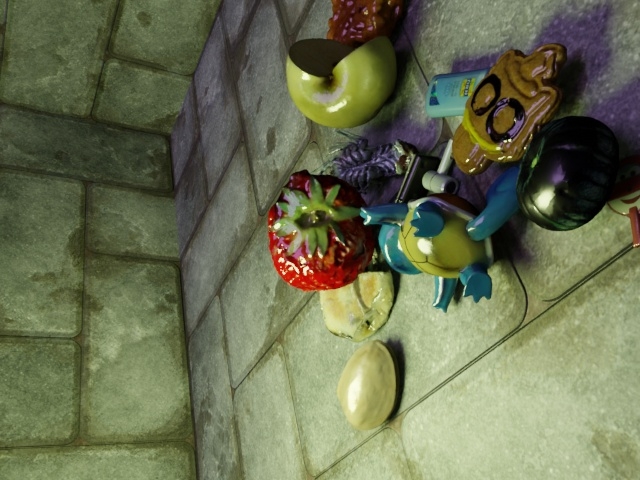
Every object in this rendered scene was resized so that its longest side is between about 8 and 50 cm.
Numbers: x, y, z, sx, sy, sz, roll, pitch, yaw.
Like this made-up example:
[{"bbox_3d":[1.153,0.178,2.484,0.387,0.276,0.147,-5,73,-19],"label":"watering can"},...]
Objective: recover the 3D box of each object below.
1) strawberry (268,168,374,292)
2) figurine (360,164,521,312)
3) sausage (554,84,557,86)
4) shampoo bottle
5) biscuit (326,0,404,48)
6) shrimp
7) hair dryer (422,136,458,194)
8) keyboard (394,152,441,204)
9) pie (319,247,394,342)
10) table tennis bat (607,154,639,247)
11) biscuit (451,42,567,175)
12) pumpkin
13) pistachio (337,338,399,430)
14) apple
[{"bbox_3d":[0.009,-0.005,1.486,0.291,0.310,0.292,-5,76,19],"label":"strawberry"},{"bbox_3d":[0.244,-0.013,1.215,0.416,0.298,0.243,-30,23,53],"label":"figurine"},{"bbox_3d":[0.402,-0.232,1.133,0.154,0.062,0.062,-60,36,34],"label":"sausage"},{"bbox_3d":[0.331,-0.322,1.287,0.258,0.061,0.104,18,97,61],"label":"shampoo bottle"},{"bbox_3d":[0.132,-0.699,1.696,0.312,0.110,0.319,4,87,59],"label":"biscuit"},{"bbox_3d":[0.116,-0.197,1.570,0.410,0.166,0.222,-6,100,47],"label":"shrimp"},{"bbox_3d":[0.291,-0.172,1.348,0.082,0.047,0.137,34,106,58],"label":"hair dryer"},{"bbox_3d":[0.213,-0.098,1.413,0.025,0.093,0.230,42,120,44],"label":"keyboard"},{"bbox_3d":[0.089,0.114,1.613,0.337,0.075,0.338,-18,70,59],"label":"pie"},{"bbox_3d":[0.506,-0.064,0.951,0.098,0.019,0.155,-29,56,58],"label":"table tennis bat"},{"bbox_3d":[0.351,-0.250,1.118,0.290,0.041,0.209,-54,36,33],"label":"biscuit"},{"bbox_3d":[0.414,-0.110,0.987,0.202,0.140,0.202,-160,90,-90],"label":"pumpkin"},{"bbox_3d":[0.118,0.356,1.454,0.152,0.126,0.223,9,87,24],"label":"pistachio"},{"bbox_3d":[0.063,-0.424,1.586,0.294,0.258,0.234,6,112,23],"label":"apple"}]
